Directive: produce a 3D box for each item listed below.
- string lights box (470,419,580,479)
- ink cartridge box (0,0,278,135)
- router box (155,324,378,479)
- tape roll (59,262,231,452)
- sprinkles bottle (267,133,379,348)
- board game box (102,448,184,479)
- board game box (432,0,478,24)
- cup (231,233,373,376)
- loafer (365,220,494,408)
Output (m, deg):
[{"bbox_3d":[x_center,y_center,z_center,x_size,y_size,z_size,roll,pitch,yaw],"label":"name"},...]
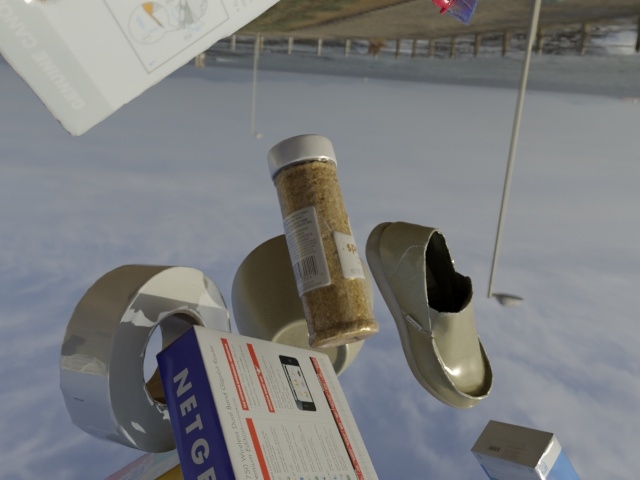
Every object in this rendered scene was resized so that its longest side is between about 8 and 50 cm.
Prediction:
[{"bbox_3d":[0.386,0.440,1.073,0.077,0.260,0.133,-45,-158,-29],"label":"string lights box"},{"bbox_3d":[-0.082,-0.288,0.360,0.385,0.308,0.091,-40,-122,-11],"label":"ink cartridge box"},{"bbox_3d":[-0.049,0.295,0.833,0.301,0.082,0.336,25,-146,-49],"label":"router box"},{"bbox_3d":[-0.260,0.179,0.962,0.100,0.286,0.286,3,-167,27],"label":"tape roll"},{"bbox_3d":[0.000,0.000,1.056,0.121,0.356,0.121,-12,164,-4],"label":"sprinkles bottle"},{"bbox_3d":[-0.283,0.402,0.986,0.316,0.064,0.242,-31,-179,-4],"label":"board game box"},{"bbox_3d":[0.130,-0.316,0.754,0.133,0.033,0.168,46,-174,2],"label":"board game box"},{"bbox_3d":[-0.034,0.180,1.327,0.330,0.331,0.237,3,-155,-5],"label":"cup"},{"bbox_3d":[0.148,0.095,0.757,0.092,0.269,0.102,-15,-160,48],"label":"loafer"}]
